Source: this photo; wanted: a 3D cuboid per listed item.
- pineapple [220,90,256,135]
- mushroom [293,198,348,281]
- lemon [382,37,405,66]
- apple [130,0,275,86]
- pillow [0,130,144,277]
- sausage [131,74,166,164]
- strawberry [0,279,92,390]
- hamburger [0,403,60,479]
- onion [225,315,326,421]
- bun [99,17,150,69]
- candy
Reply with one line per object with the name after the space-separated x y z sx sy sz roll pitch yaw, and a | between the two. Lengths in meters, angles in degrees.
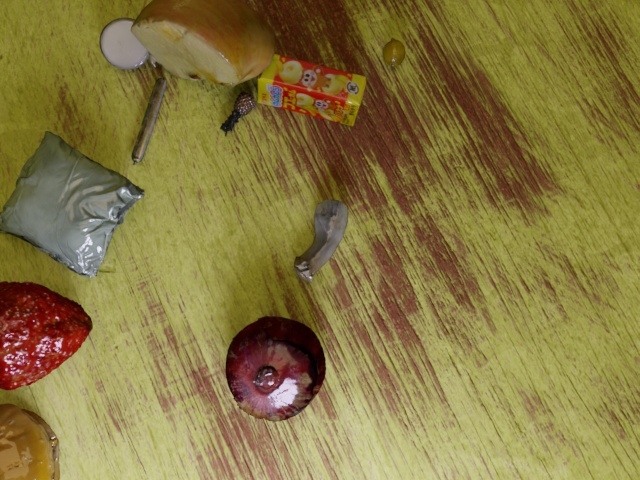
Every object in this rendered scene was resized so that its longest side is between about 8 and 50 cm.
-0.229 -0.340 1.886 0.058 0.058 0.124 40 80 6 | pineapple
0.003 0.003 1.800 0.092 0.081 0.223 27 76 -16 | mushroom
0.206 -0.527 1.968 0.065 0.065 0.092 3 69 -4 | lemon
-0.289 -0.522 1.807 0.314 0.309 0.252 -25 118 -47 | apple
-0.623 -0.080 1.740 0.310 0.138 0.283 31 83 5 | pillow
-0.454 -0.322 1.870 0.033 0.033 0.268 14 74 -1 | sausage
-0.666 0.209 1.610 0.277 0.257 0.257 -9 76 -21 | strawberry
-0.731 0.515 1.558 0.319 0.158 0.318 1 77 -5 | hamburger
-0.107 0.302 1.653 0.247 0.190 0.246 0 92 2 | onion
-0.517 -0.531 1.892 0.138 0.094 0.138 0 111 1 | bun
-0.026 -0.400 1.873 0.276 0.146 0.087 15 75 -3 | candy
